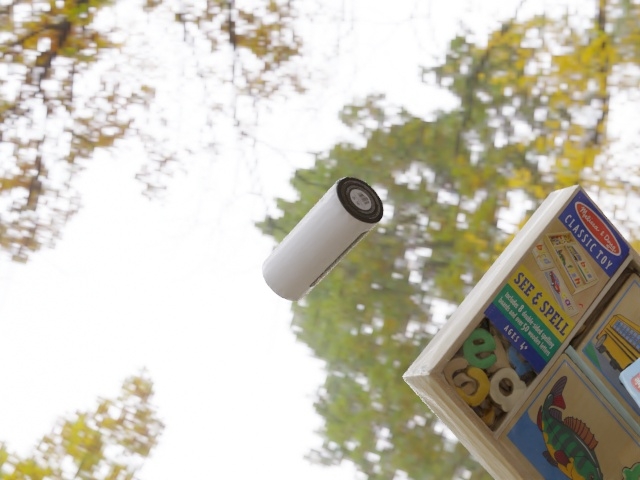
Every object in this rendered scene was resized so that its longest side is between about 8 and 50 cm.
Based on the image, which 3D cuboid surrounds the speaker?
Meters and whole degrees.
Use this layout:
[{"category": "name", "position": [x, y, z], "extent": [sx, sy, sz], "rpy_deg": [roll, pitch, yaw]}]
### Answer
[{"category": "speaker", "position": [0.000, 0.000, 1.380], "extent": [0.055, 0.136, 0.055], "rpy_deg": [24, -138, -24]}]

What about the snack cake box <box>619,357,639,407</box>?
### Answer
[{"category": "snack cake box", "position": [0.390, 0.207, 1.272], "extent": [0.089, 0.264, 0.152], "rpy_deg": [-42, -42, 13]}]

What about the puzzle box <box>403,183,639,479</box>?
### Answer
[{"category": "puzzle box", "position": [0.300, 0.181, 1.457], "extent": [0.409, 0.052, 0.272], "rpy_deg": [47, -117, -13]}]
